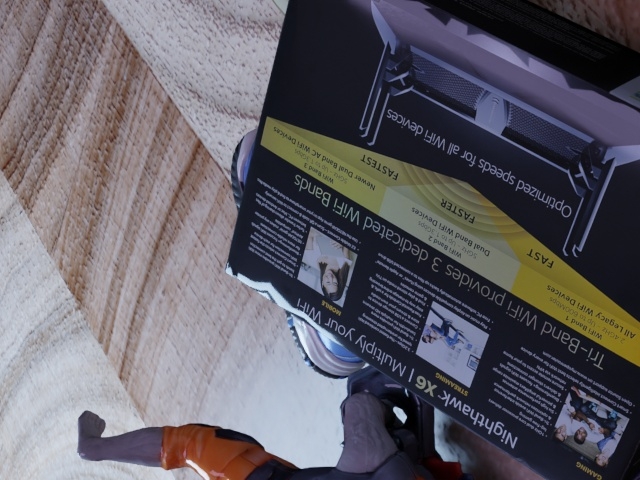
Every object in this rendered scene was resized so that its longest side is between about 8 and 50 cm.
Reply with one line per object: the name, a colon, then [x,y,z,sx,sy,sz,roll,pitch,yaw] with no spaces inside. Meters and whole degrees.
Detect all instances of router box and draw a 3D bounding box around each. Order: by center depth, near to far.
router box: [0.100,-0.018,0.817,0.309,0.081,0.242,32,124,24]

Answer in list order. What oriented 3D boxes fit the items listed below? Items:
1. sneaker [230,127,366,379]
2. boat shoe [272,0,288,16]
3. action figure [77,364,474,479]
sneaker: [0.000,0.000,1.056,0.081,0.080,0.211,-36,78,45]
boat shoe: [0.011,-0.233,0.960,0.302,0.109,0.098,61,141,36]
action figure: [-0.011,0.255,0.972,0.330,0.178,0.341,-9,89,25]
